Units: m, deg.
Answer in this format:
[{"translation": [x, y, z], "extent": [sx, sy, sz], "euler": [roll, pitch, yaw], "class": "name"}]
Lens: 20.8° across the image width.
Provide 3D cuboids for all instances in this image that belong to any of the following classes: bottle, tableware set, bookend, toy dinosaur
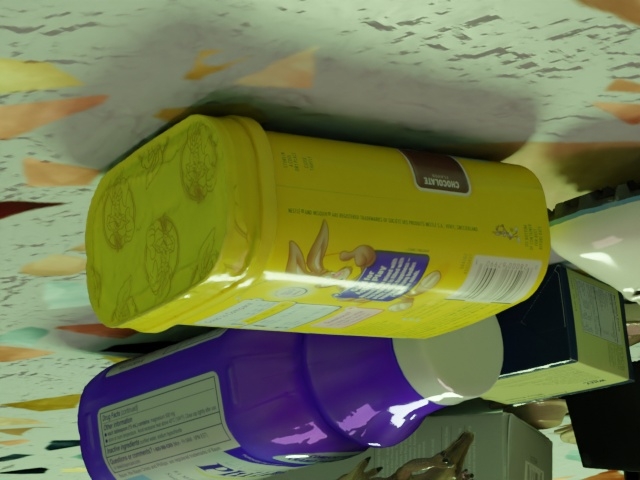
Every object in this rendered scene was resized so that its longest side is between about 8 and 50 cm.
[{"translation": [-0.020, 0.088, 1.009], "extent": [0.118, 0.092, 0.283], "euler": [3, 162, -45], "class": "bottle"}, {"translation": [0.223, 0.129, 1.333], "extent": [0.141, 0.020, 0.169], "euler": [-18, 157, 34], "class": "tableware set"}, {"translation": [0.264, 0.090, 1.104], "extent": [0.157, 0.072, 0.156], "euler": [-16, -177, -28], "class": "bookend"}, {"translation": [0.020, 0.149, 0.970], "extent": [0.183, 0.053, 0.092], "euler": [-13, 173, -23], "class": "toy dinosaur"}]

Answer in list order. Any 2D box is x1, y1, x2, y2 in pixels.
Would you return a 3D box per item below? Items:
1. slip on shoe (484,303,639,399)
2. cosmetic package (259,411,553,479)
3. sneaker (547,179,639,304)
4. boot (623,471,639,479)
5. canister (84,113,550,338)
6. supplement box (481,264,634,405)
[{"translation": [0.156, 0.069, 1.079], "extent": [0.135, 0.041, 0.051], "euler": [-10, 162, 20], "class": "slip on shoe"}, {"translation": [0.048, 0.193, 1.331], "extent": [0.238, 0.107, 0.127], "euler": [-2, 164, 21], "class": "cosmetic package"}, {"translation": [0.195, 0.020, 0.860], "extent": [0.085, 0.086, 0.237], "euler": [-16, 158, 39], "class": "sneaker"}, {"translation": [0.319, 0.140, 1.232], "extent": [0.115, 0.112, 0.305], "euler": [10, 154, -19], "class": "boot"}, {"translation": [0.000, 0.000, 0.766], "extent": [0.170, 0.073, 0.126], "euler": [6, 161, -33], "class": "canister"}, {"translation": [0.124, 0.057, 1.006], "extent": [0.083, 0.056, 0.083], "euler": [-15, 160, 32], "class": "supplement box"}]
